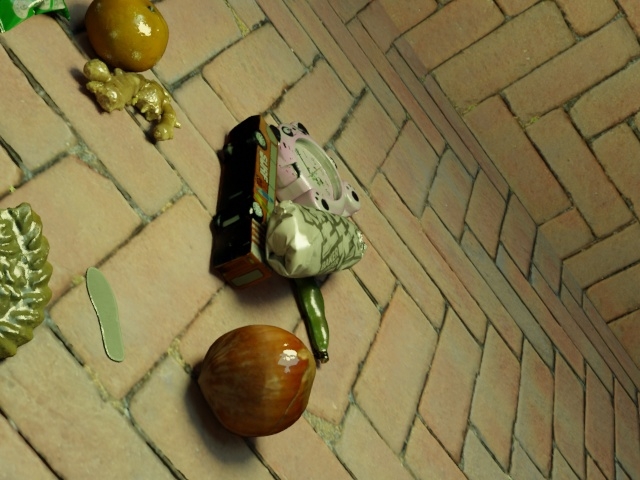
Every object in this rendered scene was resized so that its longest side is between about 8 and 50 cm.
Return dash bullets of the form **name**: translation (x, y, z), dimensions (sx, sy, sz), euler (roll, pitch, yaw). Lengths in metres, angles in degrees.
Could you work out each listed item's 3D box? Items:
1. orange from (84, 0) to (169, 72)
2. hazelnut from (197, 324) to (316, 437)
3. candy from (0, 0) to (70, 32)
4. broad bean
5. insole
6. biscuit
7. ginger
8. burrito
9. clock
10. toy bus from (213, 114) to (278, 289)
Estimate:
- **orange**: translation (-0.344, -0.379, 1.712), dimensions (0.156, 0.124, 0.156), euler (43, 30, -33)
- **hazelnut**: translation (-0.093, 0.208, 1.455), dimensions (0.182, 0.182, 0.182), euler (42, 30, -31)
- **candy**: translation (-0.488, -0.424, 1.563), dimensions (0.141, 0.078, 0.203), euler (56, 31, -3)
- **broad bean**: translation (-0.024, 0.102, 1.838), dimensions (0.060, 0.043, 0.298), euler (9, 54, -47)
- **insole**: translation (-0.308, 0.105, 1.372), dimensions (0.053, 0.002, 0.153), euler (21, 43, -52)
- **biscuit**: translation (-0.413, 0.058, 1.157), dimensions (0.273, 0.036, 0.187), euler (-32, 104, -60)
- **ginger**: translation (-0.329, -0.253, 1.687), dimensions (0.193, 0.052, 0.176), euler (54, 24, -17)
- **burrito**: translation (0.000, 0.000, 1.814), dimensions (0.139, 0.101, 0.445), euler (63, 17, 8)
- **clock**: translation (-0.035, -0.139, 2.040), dimensions (0.248, 0.090, 0.227), euler (59, 25, 5)
- **toy bus**: translation (-0.138, -0.084, 1.789), dimensions (0.092, 0.093, 0.409), euler (49, 27, -35)
